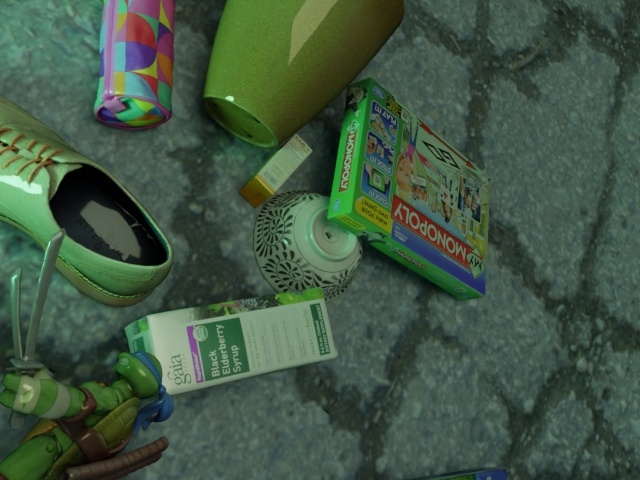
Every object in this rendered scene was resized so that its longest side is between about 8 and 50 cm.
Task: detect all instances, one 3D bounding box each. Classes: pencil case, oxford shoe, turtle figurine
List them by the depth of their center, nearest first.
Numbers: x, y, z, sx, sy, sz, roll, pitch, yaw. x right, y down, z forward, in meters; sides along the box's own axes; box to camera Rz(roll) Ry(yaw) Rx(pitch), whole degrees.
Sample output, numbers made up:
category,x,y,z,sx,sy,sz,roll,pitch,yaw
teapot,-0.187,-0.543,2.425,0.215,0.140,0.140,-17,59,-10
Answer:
category,x,y,z,sx,sy,sz,roll,pitch,yaw
turtle figurine,-0.302,0.164,0.709,0.266,0.197,0.275,-51,129,-30
oxford shoe,-0.321,-0.084,0.814,0.397,0.146,0.140,37,61,-15
pencil case,-0.240,-0.263,0.948,0.104,0.104,0.236,4,73,-29

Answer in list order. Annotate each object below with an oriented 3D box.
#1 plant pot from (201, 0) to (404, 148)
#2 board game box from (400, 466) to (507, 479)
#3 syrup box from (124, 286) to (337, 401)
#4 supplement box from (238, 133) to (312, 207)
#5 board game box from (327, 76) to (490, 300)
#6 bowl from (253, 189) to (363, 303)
category,x,y,z,sx,sy,sz,roll,pitch,yaw
plant pot,-0.048,-0.262,1.002,0.237,0.237,0.254,35,74,-17
board game box,0.128,0.475,0.953,0.318,0.066,0.319,1,74,-30
syrup box,-0.108,0.126,0.906,0.236,0.096,0.093,-7,79,-33
supplement box,-0.062,-0.096,1.021,0.036,0.062,0.098,45,57,-9
board game box,0.145,-0.065,1.086,0.317,0.046,0.214,30,58,-39
bowl,0.000,0.000,1.018,0.170,0.080,0.170,9,72,-28
